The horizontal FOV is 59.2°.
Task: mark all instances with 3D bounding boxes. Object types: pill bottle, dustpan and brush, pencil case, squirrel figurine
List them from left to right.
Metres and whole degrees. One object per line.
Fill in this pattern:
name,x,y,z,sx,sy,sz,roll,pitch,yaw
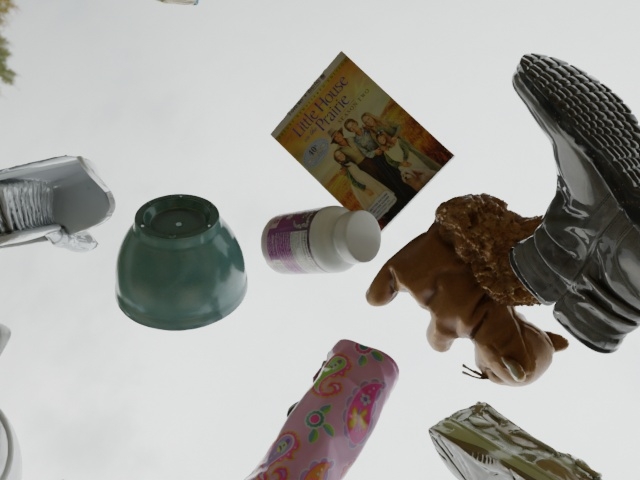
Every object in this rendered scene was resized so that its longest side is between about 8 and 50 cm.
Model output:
dustpan and brush,-0.218,-0.014,0.443,0.147,0.211,0.060,-15,-86,-4
pill bottle,0.000,0.000,1.418,0.301,0.169,0.169,-6,-124,46
pencil case,0.004,0.269,0.794,0.124,0.124,0.284,15,-130,29
squirrel figurine,0.357,0.112,1.192,0.281,0.397,0.370,-12,-128,-37

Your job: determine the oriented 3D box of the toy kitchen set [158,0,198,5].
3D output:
toy kitchen set,-0.094,-0.301,0.431,0.122,0.207,0.166,28,-151,18

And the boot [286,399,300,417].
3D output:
boot,-0.003,0.367,1.190,0.219,0.106,0.082,-15,-103,30

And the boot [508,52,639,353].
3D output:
boot,0.293,-0.041,0.679,0.118,0.223,0.338,-13,-117,-29

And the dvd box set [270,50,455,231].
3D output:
dvd box set,0.108,-0.260,1.539,0.420,0.062,0.307,46,-76,8

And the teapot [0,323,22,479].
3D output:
teapot,-0.412,0.230,0.577,0.187,0.252,0.256,-41,-107,22

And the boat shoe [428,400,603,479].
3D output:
boat shoe,0.120,0.127,0.307,0.048,0.056,0.153,-30,-170,-19

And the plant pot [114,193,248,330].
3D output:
plant pot,-0.303,0.023,1.221,0.293,0.196,0.293,4,-144,-3
